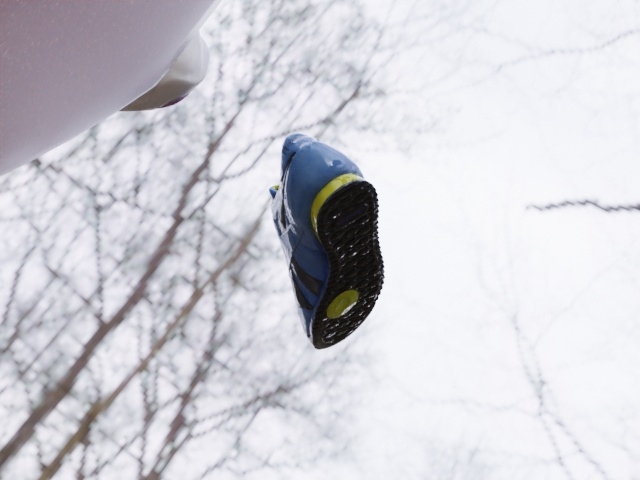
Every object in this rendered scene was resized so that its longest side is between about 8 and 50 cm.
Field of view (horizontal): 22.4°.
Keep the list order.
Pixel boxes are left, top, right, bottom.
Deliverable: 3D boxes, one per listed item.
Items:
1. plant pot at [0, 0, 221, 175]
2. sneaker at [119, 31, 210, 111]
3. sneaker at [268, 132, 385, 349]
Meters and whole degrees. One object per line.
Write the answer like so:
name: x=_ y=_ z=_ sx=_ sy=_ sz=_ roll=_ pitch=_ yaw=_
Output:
plant pot: x=-0.123 y=-0.173 z=0.505 sx=0.267 sy=0.236 sz=0.267 roll=46 pitch=-71 yaw=17
sneaker: x=-0.187 y=-0.217 z=1.296 sx=0.305 sy=0.114 sz=0.152 roll=56 pitch=-10 yaw=40
sneaker: x=0.000 y=0.000 z=1.261 sx=0.082 sy=0.069 sz=0.209 roll=45 pitch=-26 yaw=32
